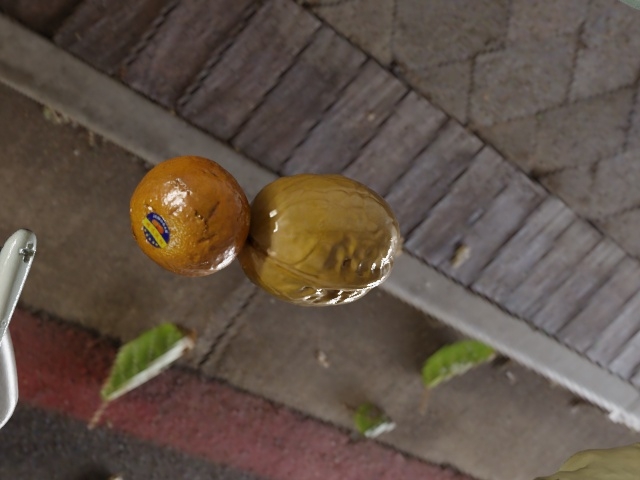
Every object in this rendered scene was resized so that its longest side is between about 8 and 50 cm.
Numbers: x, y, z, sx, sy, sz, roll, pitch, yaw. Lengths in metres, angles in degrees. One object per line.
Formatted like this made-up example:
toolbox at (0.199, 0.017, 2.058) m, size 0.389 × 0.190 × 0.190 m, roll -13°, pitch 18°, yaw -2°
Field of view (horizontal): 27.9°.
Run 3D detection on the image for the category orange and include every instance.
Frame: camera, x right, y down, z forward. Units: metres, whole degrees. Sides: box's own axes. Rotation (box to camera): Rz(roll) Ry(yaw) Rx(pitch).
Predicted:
orange at (-0.139, -0.027, 1.413) m, size 0.117 × 0.135 × 0.136 m, roll -18°, pitch 137°, yaw -42°

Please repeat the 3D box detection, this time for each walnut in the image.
walnut at (0.000, 0.000, 1.497) m, size 0.206 × 0.159 × 0.159 m, roll 8°, pitch 121°, yaw -35°

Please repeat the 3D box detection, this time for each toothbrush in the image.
toothbrush at (-0.223, 0.113, 0.779) m, size 0.022 × 0.026 × 0.263 m, roll 8°, pitch 104°, yaw -59°

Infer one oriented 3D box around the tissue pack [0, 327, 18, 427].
tissue pack at (-0.513, 0.113, 1.242) m, size 0.387 × 0.277 × 0.267 m, roll -27°, pitch 142°, yaw -25°

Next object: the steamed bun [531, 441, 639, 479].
steamed bun at (0.228, 0.267, 0.694) m, size 0.324 × 0.372 × 0.230 m, roll -4°, pitch 115°, yaw -29°

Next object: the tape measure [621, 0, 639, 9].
tape measure at (0.304, -0.272, 0.921) m, size 0.125 × 0.246 × 0.243 m, roll 8°, pitch 111°, yaw -22°
